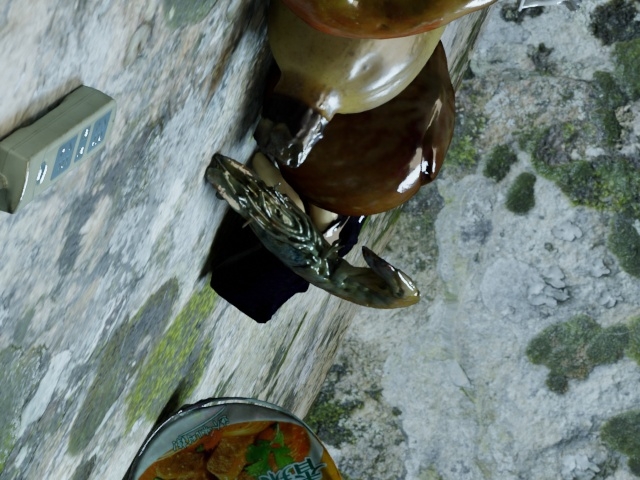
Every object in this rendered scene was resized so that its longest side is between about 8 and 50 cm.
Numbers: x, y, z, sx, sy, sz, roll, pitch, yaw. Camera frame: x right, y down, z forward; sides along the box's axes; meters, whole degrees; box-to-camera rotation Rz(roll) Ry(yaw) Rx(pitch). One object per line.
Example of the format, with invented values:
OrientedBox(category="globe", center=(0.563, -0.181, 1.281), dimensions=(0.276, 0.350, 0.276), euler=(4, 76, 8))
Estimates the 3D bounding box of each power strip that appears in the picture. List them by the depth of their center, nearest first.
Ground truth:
OrientedBox(category="power strip", center=(-0.191, -0.065, 1.177), dimensions=(0.191, 0.030, 0.048), euler=(-51, 164, -61))

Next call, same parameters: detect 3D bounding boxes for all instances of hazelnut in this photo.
OrientedBox(category="hazelnut", center=(0.042, -0.143, 1.819), dimensions=(0.218, 0.218, 0.234), euler=(77, 12, -78))

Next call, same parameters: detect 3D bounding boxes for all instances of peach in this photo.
OrientedBox(category="peach", center=(0.066, -0.281, 1.472), dimensions=(0.214, 0.235, 0.214), euler=(16, 90, -81))

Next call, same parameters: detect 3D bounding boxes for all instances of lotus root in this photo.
OrientedBox(category="lotus root", center=(0.028, -0.213, 1.660), dimensions=(0.310, 0.182, 0.183), euler=(-59, 171, -20))

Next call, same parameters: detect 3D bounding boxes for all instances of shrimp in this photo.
OrientedBox(category="shrimp", center=(0.000, 0.000, 1.805), dimensions=(0.296, 0.169, 0.058), euler=(42, 64, -41))

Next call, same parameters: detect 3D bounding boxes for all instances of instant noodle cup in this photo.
OrientedBox(category="instant noodle cup", center=(-0.124, 0.375, 2.176), dimensions=(0.296, 0.296, 0.214), euler=(-60, 179, -28))

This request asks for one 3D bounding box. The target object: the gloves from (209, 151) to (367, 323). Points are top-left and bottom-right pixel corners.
OrientedBox(category="gloves", center=(-0.014, -0.049, 1.997), dimensions=(0.197, 0.152, 0.301), euler=(-67, 178, -72))

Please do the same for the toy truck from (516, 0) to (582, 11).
OrientedBox(category="toy truck", center=(0.162, -0.346, 1.741), dimensions=(0.111, 0.286, 0.136), euler=(-34, 161, -17))
